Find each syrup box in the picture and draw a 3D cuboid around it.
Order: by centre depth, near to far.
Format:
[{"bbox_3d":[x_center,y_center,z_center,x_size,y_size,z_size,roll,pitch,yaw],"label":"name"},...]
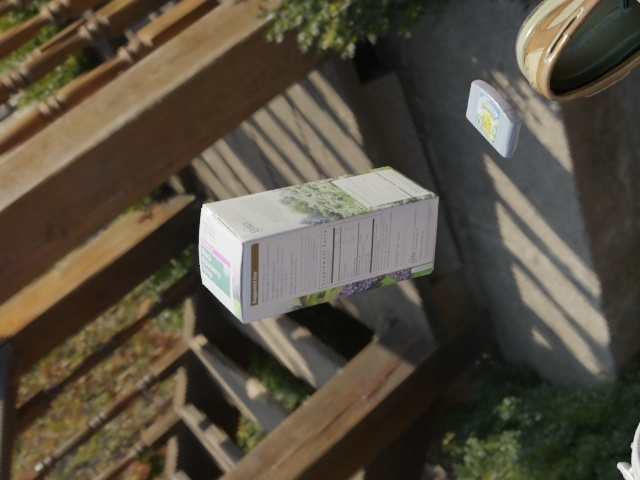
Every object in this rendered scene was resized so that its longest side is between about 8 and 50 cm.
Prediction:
[{"bbox_3d":[0.000,0.000,1.076,0.093,0.236,0.096,38,134,49],"label":"syrup box"}]

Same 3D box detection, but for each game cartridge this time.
[{"bbox_3d":[0.187,-0.135,1.128,0.083,0.017,0.056,55,151,38],"label":"game cartridge"}]

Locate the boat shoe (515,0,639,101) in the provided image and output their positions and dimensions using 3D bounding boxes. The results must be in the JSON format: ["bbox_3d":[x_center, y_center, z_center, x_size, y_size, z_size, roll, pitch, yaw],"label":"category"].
[{"bbox_3d":[0.342,-0.253,1.046,0.122,0.324,0.120,37,-153,-19],"label":"boat shoe"}]

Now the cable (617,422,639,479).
[{"bbox_3d":[0.509,0.269,1.249,0.089,0.257,0.257,60,-177,-33],"label":"cable"}]
